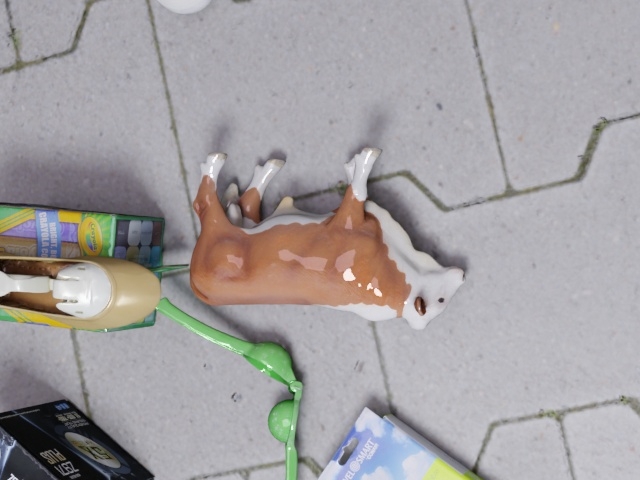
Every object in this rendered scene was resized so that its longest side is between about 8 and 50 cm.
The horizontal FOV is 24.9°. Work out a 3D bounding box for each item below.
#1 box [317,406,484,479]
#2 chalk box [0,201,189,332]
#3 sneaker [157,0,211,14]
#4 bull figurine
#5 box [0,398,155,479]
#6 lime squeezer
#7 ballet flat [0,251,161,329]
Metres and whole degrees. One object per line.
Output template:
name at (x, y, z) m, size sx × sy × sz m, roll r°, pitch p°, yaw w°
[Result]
box at (0.097, 0.269, 1.554) m, size 0.178 × 0.042 × 0.109 m, roll 35°, pitch 99°, yaw 16°
chalk box at (-0.257, 0.032, 1.627) m, size 0.213 × 0.132 × 0.132 m, roll 6°, pitch 91°, yaw 19°
sneaker at (-0.200, -0.393, 1.618) m, size 0.106 × 0.123 × 0.290 m, roll -20°, pitch 85°, yaw 15°
bull figurine at (0.000, 0.000, 1.561) m, size 0.310 × 0.101 × 0.188 m, roll 0°, pitch 86°, yaw 16°
box at (-0.292, 0.258, 1.610) m, size 0.147 × 0.180 × 0.077 m, roll 39°, pitch 101°, yaw 15°
lime squeezer at (-0.065, 0.182, 1.584) m, size 0.110 × 0.059 × 0.310 m, roll -24°, pitch 83°, yaw -28°
ballet flat at (-0.284, 0.053, 1.527) m, size 0.232 × 0.073 × 0.080 m, roll 2°, pitch 90°, yaw 18°
